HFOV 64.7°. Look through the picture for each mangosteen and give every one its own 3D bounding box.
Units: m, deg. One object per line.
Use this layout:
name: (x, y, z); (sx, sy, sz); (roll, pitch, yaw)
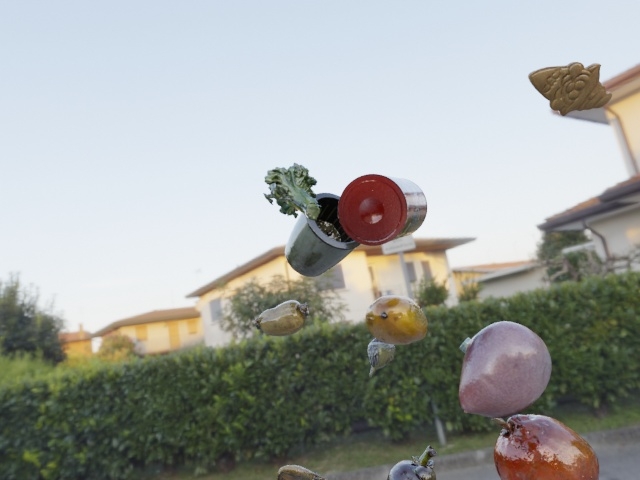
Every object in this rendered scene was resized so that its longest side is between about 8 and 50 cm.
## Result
mangosteen: (0.423, 1.032, 2.196); (0.231, 0.289, 0.231); (32, -9, 6)

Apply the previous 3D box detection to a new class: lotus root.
lotus root: (-0.162, 0.348, 2.259); (0.256, 0.154, 0.140); (-14, -51, 11)

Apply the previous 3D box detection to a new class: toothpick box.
toothpick box: (0.200, -0.097, 1.542); (0.204, 0.204, 0.333); (-15, 0, 22)

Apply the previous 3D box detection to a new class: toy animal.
toy animal: (0.193, 0.398, 1.746); (0.137, 0.098, 0.098); (-46, -14, -2)

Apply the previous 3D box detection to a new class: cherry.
cherry: (0.454, 0.330, 1.245); (0.206, 0.240, 0.239); (13, -11, 7)

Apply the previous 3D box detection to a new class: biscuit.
biscuit: (0.719, -0.441, 1.458); (0.250, 0.163, 0.035); (16, 30, 0)

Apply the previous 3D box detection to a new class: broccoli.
broccoli: (-0.091, -0.170, 1.675); (0.177, 0.198, 0.275); (-43, 17, -1)

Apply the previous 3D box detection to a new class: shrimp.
shrimp: (-0.070, 1.064, 2.263); (0.262, 0.066, 0.117); (24, -58, -13)

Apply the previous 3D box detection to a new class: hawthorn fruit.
hawthorn fruit: (0.618, 0.618, 1.460); (0.276, 0.307, 0.276); (-46, 0, 0)

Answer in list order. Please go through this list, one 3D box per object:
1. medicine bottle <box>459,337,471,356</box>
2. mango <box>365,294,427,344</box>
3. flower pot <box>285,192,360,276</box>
medicine bottle: (0.681, 0.506, 2.054); (0.124, 0.258, 0.079); (-6, -49, -51)
mango: (0.234, 0.251, 1.552); (0.186, 0.144, 0.359); (9, -14, 14)
flower pot: (0.000, 0.000, 2.258); (0.293, 0.294, 0.330); (-2, -33, -33)
